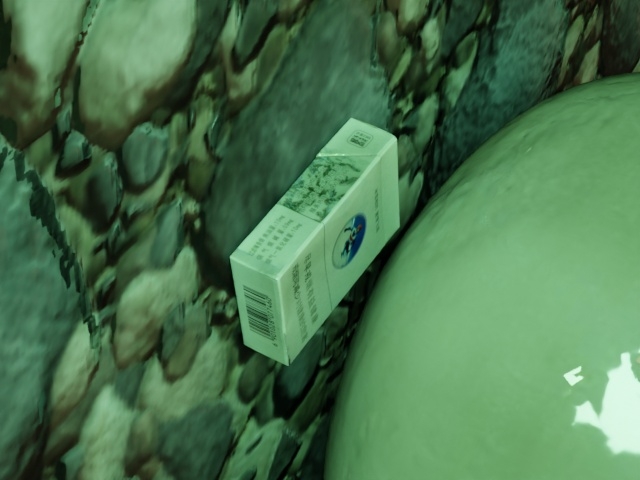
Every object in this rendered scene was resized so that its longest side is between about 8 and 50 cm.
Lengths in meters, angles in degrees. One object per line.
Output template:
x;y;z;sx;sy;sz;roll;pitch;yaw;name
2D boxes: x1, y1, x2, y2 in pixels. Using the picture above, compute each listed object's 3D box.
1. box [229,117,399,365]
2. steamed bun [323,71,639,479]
0.000;0.000;0.564;0.083;0.024;0.054;-50;150;-32;box
0.126;0.075;0.672;0.324;0.206;0.324;-44;149;-36;steamed bun
